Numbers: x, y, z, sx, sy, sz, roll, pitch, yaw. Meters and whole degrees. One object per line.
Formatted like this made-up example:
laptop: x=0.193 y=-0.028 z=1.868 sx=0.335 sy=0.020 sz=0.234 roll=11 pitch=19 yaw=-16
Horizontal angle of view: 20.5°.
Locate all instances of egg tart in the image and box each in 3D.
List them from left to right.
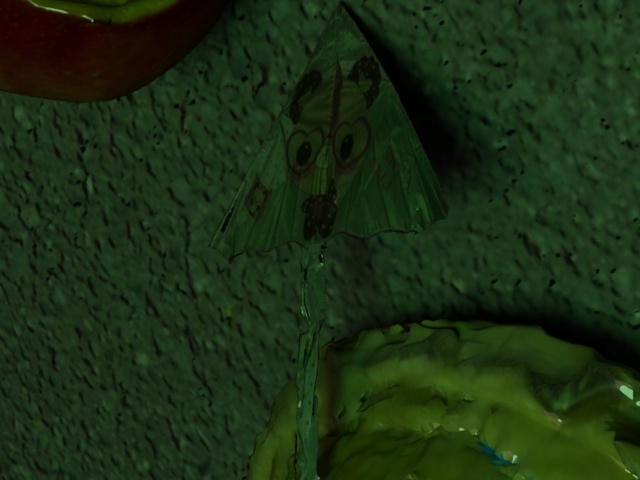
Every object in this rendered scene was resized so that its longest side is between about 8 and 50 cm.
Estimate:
egg tart: x=0.083 y=0.224 z=0.897 sx=0.387 sy=0.169 sz=0.388 roll=21 pitch=124 yaw=34

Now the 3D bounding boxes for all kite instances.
kite: x=-0.001 y=0.000 z=0.897 sx=0.229 sy=0.012 sz=0.250 roll=-13 pitch=68 yaw=58

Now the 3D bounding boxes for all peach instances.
peach: x=-0.143 y=-0.168 z=0.897 sx=0.226 sy=0.190 sz=0.196 roll=17 pitch=109 yaw=41
